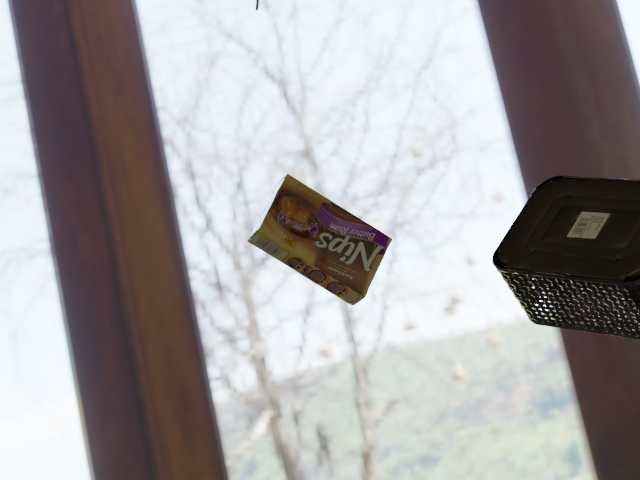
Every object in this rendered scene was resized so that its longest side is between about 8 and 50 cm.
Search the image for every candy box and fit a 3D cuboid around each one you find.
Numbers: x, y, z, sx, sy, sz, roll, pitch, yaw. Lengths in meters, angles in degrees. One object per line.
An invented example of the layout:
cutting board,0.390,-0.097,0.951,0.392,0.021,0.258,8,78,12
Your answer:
candy box,0.000,0.000,2.321,0.187,0.109,0.053,32,-28,-9

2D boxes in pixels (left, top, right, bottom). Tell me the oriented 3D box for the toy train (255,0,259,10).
toy train,-0.053,-0.480,2.602,0.143,0.248,0.105,3,-16,-28

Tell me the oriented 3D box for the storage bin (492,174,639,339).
storage bin,0.265,0.013,1.469,0.180,0.122,0.084,7,-37,45
